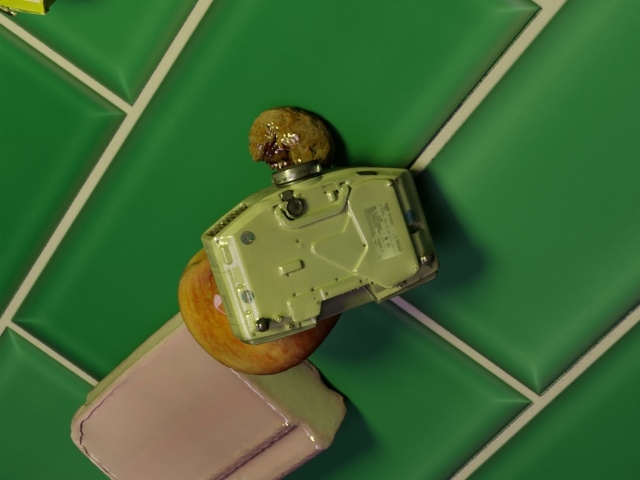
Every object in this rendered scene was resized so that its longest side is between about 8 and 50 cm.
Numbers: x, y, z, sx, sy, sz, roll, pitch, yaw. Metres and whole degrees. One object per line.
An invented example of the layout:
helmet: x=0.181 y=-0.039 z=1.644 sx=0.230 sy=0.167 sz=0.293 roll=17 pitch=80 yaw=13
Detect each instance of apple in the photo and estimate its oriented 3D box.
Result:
apple: x=-0.076 y=0.068 z=2.146 sx=0.211 sy=0.211 sz=0.188 roll=-29 pitch=107 yaw=38

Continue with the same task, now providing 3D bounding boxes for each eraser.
eraser: x=-0.174 y=0.257 z=2.401 sx=0.272 sy=0.122 sz=0.359 roll=43 pitch=131 yaw=-11

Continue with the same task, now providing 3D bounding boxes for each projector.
projector: x=0.000 y=0.000 z=2.021 sx=0.193 sy=0.270 sz=0.088 roll=72 pitch=163 yaw=-6

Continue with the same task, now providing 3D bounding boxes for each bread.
bread: x=-0.039 y=-0.124 z=2.082 sx=0.113 sy=0.060 sz=0.082 roll=11 pitch=132 yaw=19

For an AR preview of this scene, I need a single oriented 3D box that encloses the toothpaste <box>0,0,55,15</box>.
toothpaste: x=-0.352 y=-0.431 z=1.954 sx=0.077 sy=0.110 sz=0.327 roll=13 pitch=130 yaw=18
